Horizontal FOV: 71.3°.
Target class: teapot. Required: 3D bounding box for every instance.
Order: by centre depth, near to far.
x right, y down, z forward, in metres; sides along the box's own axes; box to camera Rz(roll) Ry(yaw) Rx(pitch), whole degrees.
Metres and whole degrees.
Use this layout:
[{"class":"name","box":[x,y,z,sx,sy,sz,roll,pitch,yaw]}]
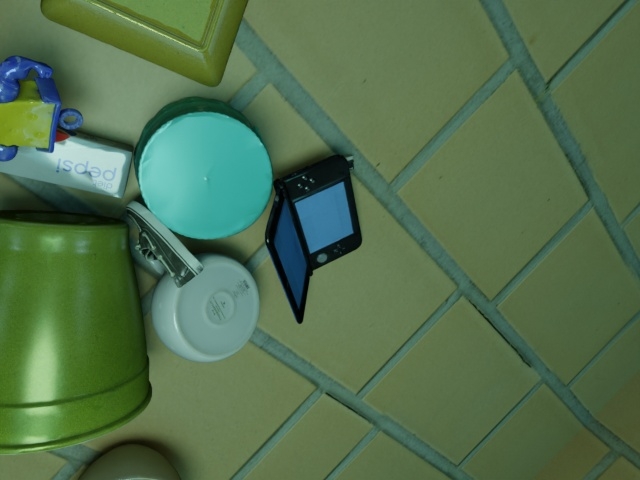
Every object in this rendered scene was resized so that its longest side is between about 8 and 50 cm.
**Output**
[{"class":"teapot","box":[-0.276,0.141,0.992,0.253,0.187,0.255,16,77,-44]}]

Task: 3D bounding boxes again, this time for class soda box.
[{"class":"soda box","box":[-0.507,-0.165,0.829,0.287,0.091,0.097,13,104,-25]}]

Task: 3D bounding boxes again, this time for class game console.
[{"class":"game console","box":[0.000,0.000,1.001,0.250,0.173,0.293,-25,134,-11]}]

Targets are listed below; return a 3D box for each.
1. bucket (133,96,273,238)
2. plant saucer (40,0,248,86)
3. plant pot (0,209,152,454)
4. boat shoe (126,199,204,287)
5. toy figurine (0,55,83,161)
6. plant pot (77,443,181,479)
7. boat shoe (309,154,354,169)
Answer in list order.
[{"class":"bucket","box":[-0.232,-0.142,0.891,0.282,0.183,0.280,-7,113,-17]},{"class":"plant saucer","box":[-0.283,-0.493,0.796,0.333,0.081,0.332,17,103,-26]},{"class":"plant pot","box":[-0.493,0.127,0.830,0.367,0.366,0.352,5,96,-22]},{"class":"boat shoe","box":[-0.324,0.004,0.874,0.070,0.219,0.077,-43,158,-16]},{"class":"toy figurine","box":[-0.474,-0.151,0.682,0.217,0.191,0.362,-17,151,-46]},{"class":"plant pot","box":[-0.473,0.615,1.086,0.285,0.191,0.283,-7,113,-18]},{"class":"boat shoe","box":[0.023,-0.171,1.057,0.125,0.046,0.038,-20,111,-22]}]
